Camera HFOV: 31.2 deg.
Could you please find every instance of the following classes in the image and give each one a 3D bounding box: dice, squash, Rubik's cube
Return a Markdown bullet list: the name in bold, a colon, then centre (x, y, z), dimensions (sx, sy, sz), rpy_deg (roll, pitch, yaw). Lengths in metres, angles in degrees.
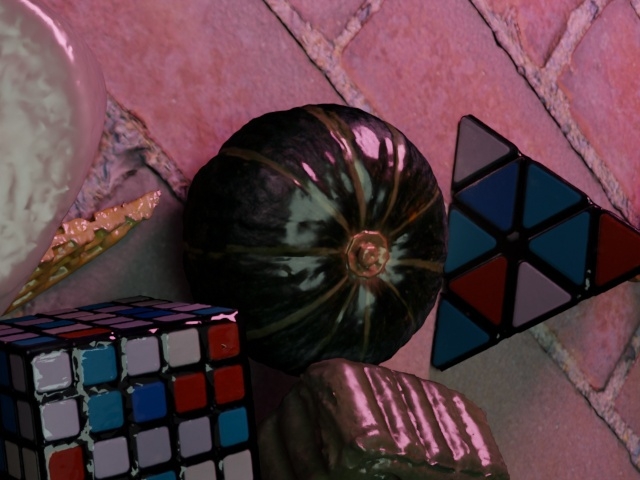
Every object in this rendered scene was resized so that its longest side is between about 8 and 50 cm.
- **dice**: centre (-0.317, -0.058, 0.776), dimensions (0.243, 0.251, 0.259), rpy_deg (32, 73, -28)
- **squash**: centre (0.000, 0.000, 1.043), dimensions (0.252, 0.165, 0.252), rpy_deg (-5, 99, -33)
- **Rubik's cube**: centre (0.222, -0.041, 1.203), dimensions (0.284, 0.250, 0.234), rpy_deg (-25, 85, -27)
- **Rubik's cube**: centre (-0.171, 0.150, 0.914), dimensions (0.187, 0.184, 0.182), rpy_deg (-9, 95, -33)

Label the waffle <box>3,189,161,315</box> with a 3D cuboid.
- **waffle**: centre (-0.192, -0.012, 0.941), dimensions (0.191, 0.125, 0.032), rpy_deg (-37, 82, -27)

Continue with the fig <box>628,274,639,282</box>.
- **fig**: centre (0.458, -0.019, 1.369), dimensions (0.250, 0.186, 0.203), rpy_deg (-10, 73, 1)

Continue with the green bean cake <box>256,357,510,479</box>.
- **green bean cake**: centre (0.031, 0.226, 1.037), dimensions (0.223, 0.227, 0.125), rpy_deg (17, 38, -38)
